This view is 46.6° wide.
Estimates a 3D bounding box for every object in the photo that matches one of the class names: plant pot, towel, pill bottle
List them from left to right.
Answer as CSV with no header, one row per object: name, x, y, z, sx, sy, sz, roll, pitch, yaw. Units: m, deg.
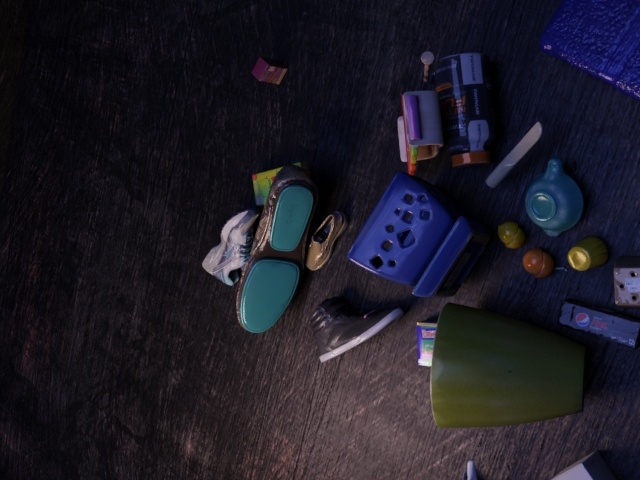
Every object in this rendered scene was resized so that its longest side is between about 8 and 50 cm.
plant pot,0.239,0.004,1.687,0.212,0.236,0.236,36,101,24
pill bottle,0.329,-0.288,1.677,0.131,0.130,0.245,-8,87,38
plant pot,0.411,0.278,1.589,0.294,0.275,0.274,2,94,22
towel,0.622,-0.419,1.486,0.308,0.076,0.227,39,108,30
plant pot,0.638,0.088,1.480,0.109,0.096,0.109,-2,92,38

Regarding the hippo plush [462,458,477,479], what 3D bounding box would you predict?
hippo plush,0.383,0.706,1.681,0.237,0.234,0.294,22,64,17

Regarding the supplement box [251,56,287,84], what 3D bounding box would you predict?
supplement box,-0.142,-0.471,2.062,0.043,0.083,0.055,47,117,26

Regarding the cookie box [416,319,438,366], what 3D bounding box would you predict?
cookie box,0.282,0.251,1.800,0.092,0.040,0.107,-1,91,39

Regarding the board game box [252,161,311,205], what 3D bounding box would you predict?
board game box,-0.107,-0.156,2.077,0.181,0.043,0.092,-10,86,38

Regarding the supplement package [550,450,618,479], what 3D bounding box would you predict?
supplement package,0.576,0.552,1.548,0.105,0.105,0.179,-45,67,31

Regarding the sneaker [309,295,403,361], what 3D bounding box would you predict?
sneaker,0.076,0.199,1.915,0.296,0.105,0.146,-34,77,38

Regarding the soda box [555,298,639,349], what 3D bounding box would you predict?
soda box,0.586,0.171,1.552,0.169,0.053,0.060,17,102,35

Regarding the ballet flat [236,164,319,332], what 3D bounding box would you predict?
ballet flat,-0.118,0.016,2.018,0.182,0.164,0.482,-109,33,-62

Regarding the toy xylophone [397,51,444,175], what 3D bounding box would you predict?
toy xylophone,0.223,-0.284,1.693,0.081,0.322,0.236,-5,81,3

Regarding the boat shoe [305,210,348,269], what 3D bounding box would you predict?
boat shoe,0.000,0.000,1.985,0.068,0.072,0.190,41,116,29

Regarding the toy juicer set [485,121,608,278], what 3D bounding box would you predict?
toy juicer set,0.472,-0.073,1.614,0.209,0.090,0.328,-25,85,49

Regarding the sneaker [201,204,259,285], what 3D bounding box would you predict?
sneaker,-0.230,0.016,2.159,0.122,0.110,0.283,43,127,11
